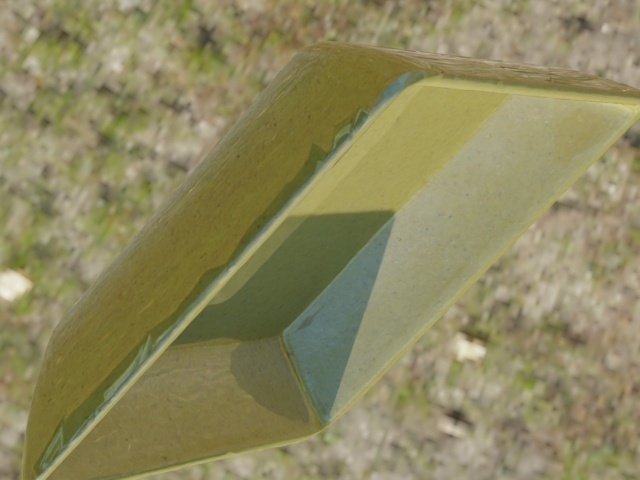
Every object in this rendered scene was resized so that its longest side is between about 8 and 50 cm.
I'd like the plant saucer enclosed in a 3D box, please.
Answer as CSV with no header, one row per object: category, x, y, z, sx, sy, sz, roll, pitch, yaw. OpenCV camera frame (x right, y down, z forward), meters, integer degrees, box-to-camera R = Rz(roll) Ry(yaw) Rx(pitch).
plant saucer,0.000,0.000,1.119,0.333,0.333,0.081,-47,70,22
